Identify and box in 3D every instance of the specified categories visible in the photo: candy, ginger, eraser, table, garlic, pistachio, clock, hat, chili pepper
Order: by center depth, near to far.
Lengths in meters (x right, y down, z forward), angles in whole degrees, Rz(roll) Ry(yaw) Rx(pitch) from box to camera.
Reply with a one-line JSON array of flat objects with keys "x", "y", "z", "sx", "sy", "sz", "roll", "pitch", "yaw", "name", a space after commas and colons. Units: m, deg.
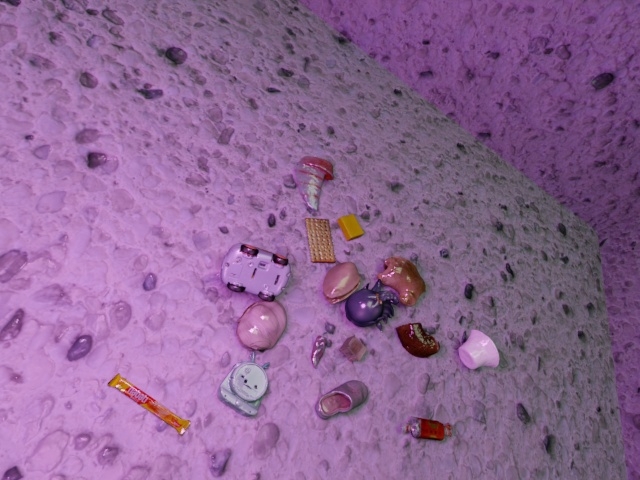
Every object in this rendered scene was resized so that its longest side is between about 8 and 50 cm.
[{"x": -0.263, "y": 0.511, "z": 1.485, "sx": 0.159, "sy": 0.066, "sz": 0.210, "roll": 36, "pitch": 52, "yaw": -11, "name": "clock"}, {"x": -0.208, "y": 0.312, "z": 1.578, "sx": 0.178, "sy": 0.143, "sz": 0.229, "roll": 42, "pitch": 43, "yaw": -4, "name": "garlic"}, {"x": -0.008, "y": 0.450, "z": 1.689, "sx": 0.050, "sy": 0.041, "sz": 0.153, "roll": 18, "pitch": 72, "yaw": 1, "name": "chili pepper"}, {"x": 0.140, "y": 0.468, "z": 1.753, "sx": 0.083, "sy": 0.062, "sz": 0.079, "roll": 46, "pitch": 51, "yaw": -2, "name": "table"}, {"x": 0.463, "y": 0.816, "z": 1.770, "sx": 0.292, "sy": 0.059, "sz": 0.086, "roll": 18, "pitch": 61, "yaw": -22, "name": "candy"}, {"x": 0.096, "y": 0.187, "z": 1.841, "sx": 0.152, "sy": 0.126, "sz": 0.223, "roll": 20, "pitch": 54, "yaw": 20, "name": "pistachio"}, {"x": 0.404, "y": 0.208, "z": 2.013, "sx": 0.276, "sy": 0.130, "sz": 0.221, "roll": 18, "pitch": 66, "yaw": -16, "name": "ginger"}, {"x": 0.774, "y": 0.563, "z": 2.037, "sx": 0.126, "sy": 0.203, "sz": 0.203, "roll": -22, "pitch": 78, "yaw": -22, "name": "hat"}, {"x": 0.150, "y": -0.066, "z": 2.053, "sx": 0.097, "sy": 0.045, "sz": 0.122, "roll": -19, "pitch": 75, "yaw": -37, "name": "eraser"}]

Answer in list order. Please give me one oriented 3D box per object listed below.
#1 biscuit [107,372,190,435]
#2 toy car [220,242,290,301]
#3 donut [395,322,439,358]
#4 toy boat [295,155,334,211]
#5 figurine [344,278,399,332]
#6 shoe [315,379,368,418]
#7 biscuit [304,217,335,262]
[{"x": -0.553, "y": 0.530, "z": 1.325, "sx": 0.292, "sy": 0.026, "sz": 0.048, "roll": 39, "pitch": 71, "yaw": -8, "name": "biscuit"}, {"x": -0.259, "y": 0.108, "z": 1.616, "sx": 0.271, "sy": 0.212, "sz": 0.180, "roll": 19, "pitch": 97, "yaw": -20, "name": "toy car"}, {"x": 0.459, "y": 0.471, "z": 1.915, "sx": 0.144, "sy": 0.126, "sz": 0.186, "roll": -12, "pitch": 72, "yaw": -28, "name": "donut"}, {"x": -0.041, "y": -0.283, "z": 2.042, "sx": 0.206, "sy": 0.096, "sz": 0.282, "roll": 16, "pitch": 71, "yaw": -16, "name": "toy boat"}, {"x": 0.235, "y": 0.292, "z": 1.847, "sx": 0.265, "sy": 0.196, "sz": 0.175, "roll": -25, "pitch": 44, "yaw": -35, "name": "figurine"}, {"x": 0.100, "y": 0.628, "z": 1.624, "sx": 0.251, "sy": 0.100, "sz": 0.103, "roll": -14, "pitch": 73, "yaw": -33, "name": "shoe"}, {"x": 0.000, "y": 0.000, "z": 1.944, "sx": 0.139, "sy": 0.016, "sz": 0.231, "roll": 3, "pitch": 64, "yaw": -30, "name": "biscuit"}]
